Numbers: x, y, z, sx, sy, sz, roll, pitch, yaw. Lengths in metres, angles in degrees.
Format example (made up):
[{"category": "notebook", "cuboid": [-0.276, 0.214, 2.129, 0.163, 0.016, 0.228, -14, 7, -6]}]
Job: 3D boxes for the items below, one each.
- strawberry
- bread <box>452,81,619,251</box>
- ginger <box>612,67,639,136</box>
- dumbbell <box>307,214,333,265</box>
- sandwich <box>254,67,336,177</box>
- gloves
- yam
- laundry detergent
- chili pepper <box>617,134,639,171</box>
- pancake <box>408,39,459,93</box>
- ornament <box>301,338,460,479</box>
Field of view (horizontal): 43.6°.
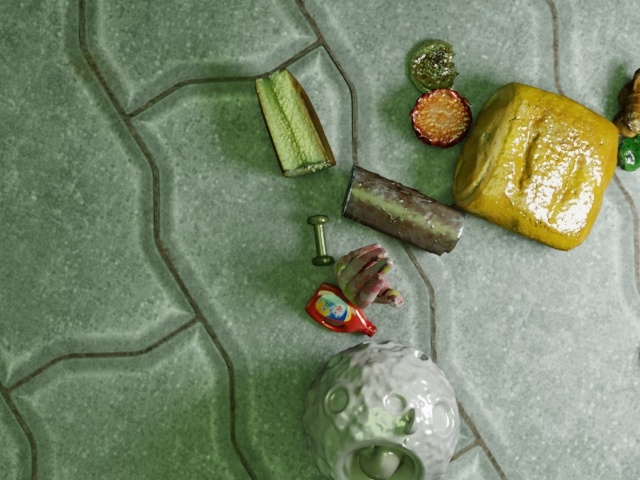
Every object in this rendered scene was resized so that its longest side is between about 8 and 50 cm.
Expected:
[{"category": "strawberry", "cuboid": [0.273, -0.275, 1.814, 0.145, 0.086, 0.145, 0, 92, 3]}, {"category": "bread", "cuboid": [0.484, -0.170, 1.760, 0.337, 0.148, 0.328, 24, 90, -6]}, {"category": "ginger", "cuboid": [0.711, -0.301, 1.794, 0.073, 0.103, 0.162, 15, 76, -6]}, {"category": "dumbbell", "cuboid": [0.000, 0.000, 1.840, 0.052, 0.046, 0.118, -6, 89, 7]}, {"category": "sandwich", "cuboid": [-0.061, -0.262, 1.811, 0.122, 0.128, 0.235, -19, 87, 5]}, {"category": "gloves", "cuboid": [0.099, 0.088, 1.735, 0.126, 0.241, 0.145, -17, 88, 1]}, {"category": "yam", "cuboid": [0.178, -0.062, 1.799, 0.280, 0.131, 0.131, 23, 90, 0]}, {"category": "laundry detergent", "cuboid": [0.052, 0.172, 1.831, 0.165, 0.049, 0.097, 34, 111, 1]}, {"category": "chili pepper", "cuboid": [0.785, -0.216, 1.807, 0.224, 0.061, 0.098, -12, 81, 4]}, {"category": "pancake", "cuboid": [0.261, -0.398, 1.852, 0.116, 0.022, 0.129, -9, 84, 2]}, {"category": "ornament", "cuboid": [0.129, 0.370, 1.692, 0.337, 0.337, 0.337, 0, 89, 2]}]
